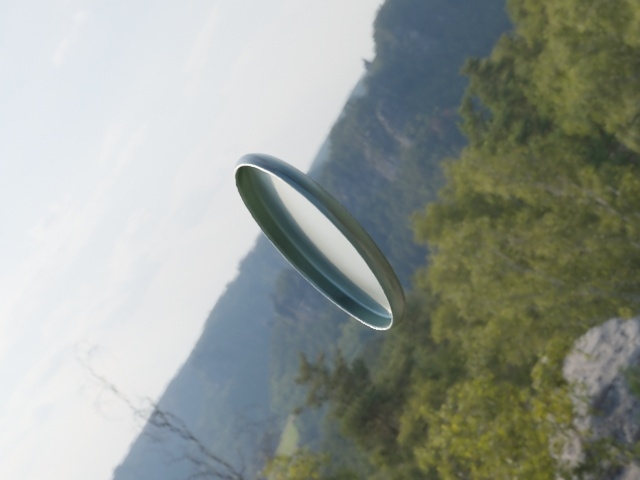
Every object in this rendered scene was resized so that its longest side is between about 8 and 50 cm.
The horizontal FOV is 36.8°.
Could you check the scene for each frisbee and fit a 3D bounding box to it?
[{"bbox_3d":[0.000,0.000,0.459,0.014,0.110,0.110,-43,-5,-16],"label":"frisbee"}]
